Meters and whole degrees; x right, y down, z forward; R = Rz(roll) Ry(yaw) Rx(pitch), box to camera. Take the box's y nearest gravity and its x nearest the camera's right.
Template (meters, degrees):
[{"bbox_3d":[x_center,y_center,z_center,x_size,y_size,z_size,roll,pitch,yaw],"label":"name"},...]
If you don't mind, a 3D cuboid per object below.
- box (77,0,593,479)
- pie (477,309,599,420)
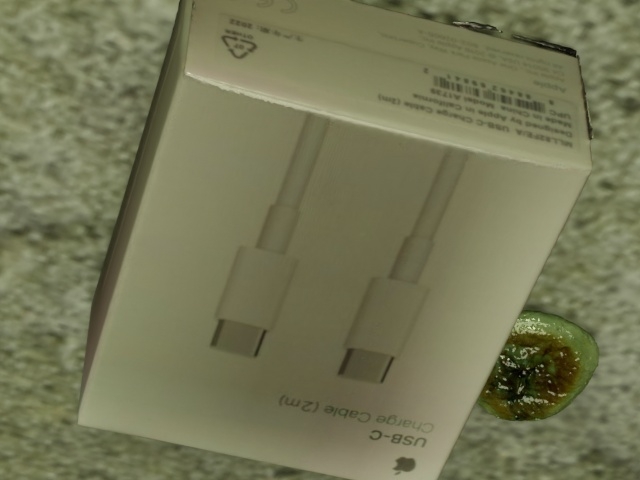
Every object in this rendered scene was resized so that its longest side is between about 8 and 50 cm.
[{"bbox_3d":[0.000,0.000,0.995,0.203,0.106,0.252,13,131,-11],"label":"box"},{"bbox_3d":[0.117,0.073,1.105,0.084,0.021,0.084,1,130,1],"label":"pie"}]
